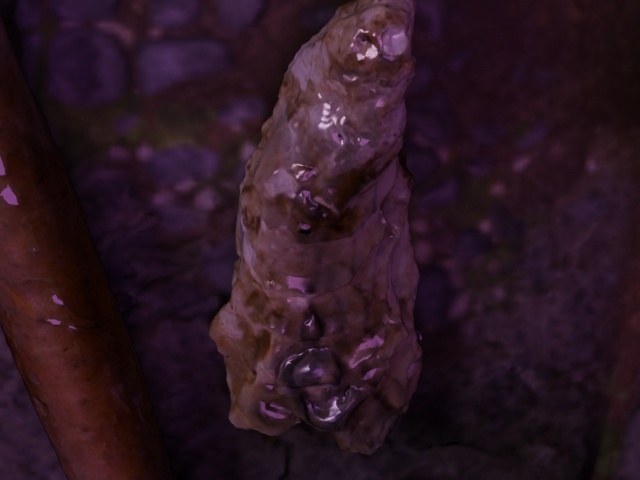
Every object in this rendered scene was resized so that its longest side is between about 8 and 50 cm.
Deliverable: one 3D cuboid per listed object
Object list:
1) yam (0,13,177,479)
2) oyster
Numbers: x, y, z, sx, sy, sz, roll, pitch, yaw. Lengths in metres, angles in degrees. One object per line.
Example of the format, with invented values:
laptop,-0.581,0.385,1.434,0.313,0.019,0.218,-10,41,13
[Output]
yam,-0.100,0.024,0.606,0.046,0.046,0.264,-17,117,0
oyster,0.000,-0.001,0.600,0.106,0.061,0.199,-14,118,-1
